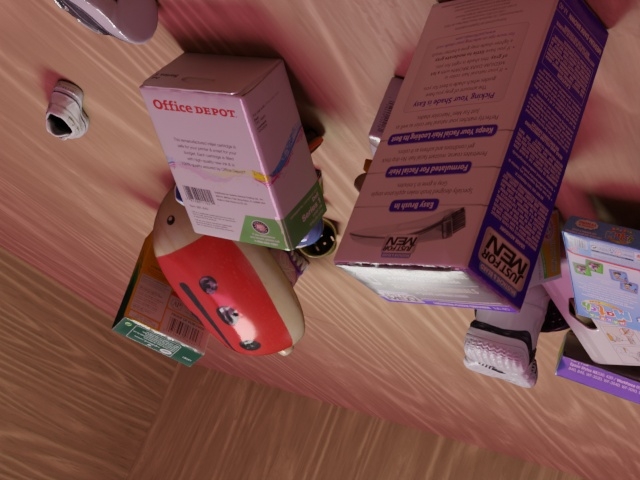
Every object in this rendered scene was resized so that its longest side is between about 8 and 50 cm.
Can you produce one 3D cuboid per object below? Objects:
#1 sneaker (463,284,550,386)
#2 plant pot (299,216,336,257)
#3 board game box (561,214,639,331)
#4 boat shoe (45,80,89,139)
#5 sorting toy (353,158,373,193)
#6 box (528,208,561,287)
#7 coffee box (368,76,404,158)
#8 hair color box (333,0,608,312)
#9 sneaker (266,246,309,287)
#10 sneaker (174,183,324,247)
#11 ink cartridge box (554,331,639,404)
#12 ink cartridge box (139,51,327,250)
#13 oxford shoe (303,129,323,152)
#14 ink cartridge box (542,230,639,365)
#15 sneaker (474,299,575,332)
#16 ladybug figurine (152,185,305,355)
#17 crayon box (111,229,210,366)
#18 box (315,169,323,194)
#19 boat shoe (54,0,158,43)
[{"bbox_3d":[0.348,0.139,1.753,0.137,0.210,0.366,18,170,16],"label":"sneaker"},{"bbox_3d":[0.000,0.000,1.986,0.083,0.083,0.079,18,174,15],"label":"plant pot"},{"bbox_3d":[0.448,0.058,1.442,0.160,0.039,0.211,16,148,31],"label":"board game box"},{"bbox_3d":[-0.502,-0.235,1.895,0.083,0.076,0.226,23,163,-2],"label":"boat shoe"},{"bbox_3d":[0.166,-0.052,1.442,0.229,0.041,0.307,10,-164,-14],"label":"sorting toy"},{"bbox_3d":[0.268,0.008,1.552,0.103,0.114,0.203,-11,-170,-43],"label":"box"},{"bbox_3d":[0.201,-0.119,1.338,0.246,0.098,0.141,18,162,14],"label":"coffee box"},{"bbox_3d":[0.162,-0.100,1.043,0.185,0.339,0.110,2,152,48],"label":"hair color box"},{"bbox_3d":[-0.110,0.049,2.205,0.095,0.104,0.236,13,159,33],"label":"sneaker"},{"bbox_3d":[-0.143,-0.051,1.872,0.296,0.112,0.131,17,-169,15],"label":"sneaker"},{"bbox_3d":[0.597,0.267,1.843,0.303,0.072,0.307,19,-169,14],"label":"ink cartridge box"},{"bbox_3d":[-0.129,-0.138,1.493,0.201,0.117,0.278,10,133,33],"label":"ink cartridge box"},{"bbox_3d":[-0.110,-0.149,1.647,0.271,0.097,0.098,-16,108,42],"label":"oxford shoe"},{"bbox_3d":[0.508,0.101,1.567,0.261,0.066,0.296,2,141,46],"label":"ink cartridge box"},{"bbox_3d":[0.407,0.132,1.903,0.097,0.084,0.235,4,178,-41],"label":"sneaker"},{"bbox_3d":[-0.209,0.087,2.118,0.449,0.162,0.305,53,153,-12],"label":"ladybug figurine"},{"bbox_3d":[-0.333,0.105,2.267,0.203,0.323,0.083,29,139,-19],"label":"crayon box"},{"bbox_3d":[-0.098,-0.123,1.797,0.207,0.036,0.114,20,162,10],"label":"box"},{"bbox_3d":[-0.333,-0.361,1.290,0.102,0.108,0.301,11,166,27],"label":"boat shoe"}]
